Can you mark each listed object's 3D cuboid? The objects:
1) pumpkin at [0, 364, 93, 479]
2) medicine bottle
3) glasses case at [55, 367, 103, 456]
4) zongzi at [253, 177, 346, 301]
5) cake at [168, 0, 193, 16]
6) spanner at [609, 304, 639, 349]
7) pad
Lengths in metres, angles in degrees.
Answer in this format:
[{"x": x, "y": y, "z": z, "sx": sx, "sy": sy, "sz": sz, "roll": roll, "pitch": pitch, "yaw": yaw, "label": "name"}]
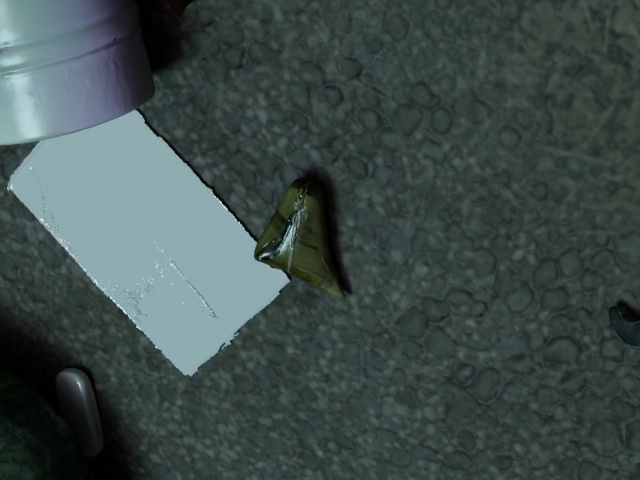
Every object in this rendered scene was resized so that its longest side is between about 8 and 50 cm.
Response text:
[{"x": -0.326, "y": 0.243, "z": 1.514, "sx": 0.300, "sy": 0.207, "sz": 0.300, "roll": 12, "pitch": 118, "yaw": 24, "label": "pumpkin"}, {"x": -0.222, "y": -0.211, "z": 1.289, "sx": 0.152, "sy": 0.152, "sz": 0.254, "roll": -3, "pitch": 109, "yaw": 29, "label": "medicine bottle"}, {"x": -0.211, "y": 0.151, "z": 1.526, "sx": 0.032, "sy": 0.021, "sz": 0.083, "roll": 0, "pitch": 112, "yaw": 27, "label": "glasses case"}, {"x": 0.000, "y": 0.000, "z": 1.342, "sx": 0.083, "sy": 0.040, "sz": 0.076, "roll": 30, "pitch": 117, "yaw": -1, "label": "zongzi"}, {"x": -0.063, "y": -0.274, "z": 1.177, "sx": 0.178, "sy": 0.185, "sz": 0.208, "roll": -23, "pitch": 88, "yaw": -3, "label": "cake"}, {"x": 0.287, "y": 0.130, "z": 1.202, "sx": 0.254, "sy": 0.015, "sz": 0.054, "roll": 53, "pitch": 129, "yaw": 27, "label": "spanner"}, {"x": -0.144, "y": -0.008, "z": 1.430, "sx": 0.232, "sy": 0.004, "sz": 0.156, "roll": 47, "pitch": 124, "yaw": 2, "label": "pad"}]
